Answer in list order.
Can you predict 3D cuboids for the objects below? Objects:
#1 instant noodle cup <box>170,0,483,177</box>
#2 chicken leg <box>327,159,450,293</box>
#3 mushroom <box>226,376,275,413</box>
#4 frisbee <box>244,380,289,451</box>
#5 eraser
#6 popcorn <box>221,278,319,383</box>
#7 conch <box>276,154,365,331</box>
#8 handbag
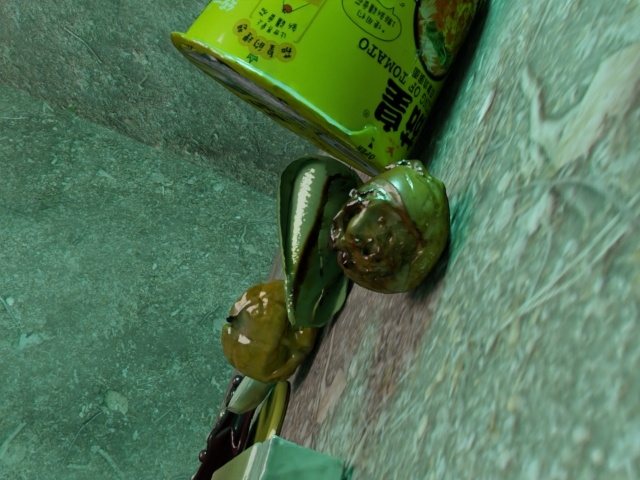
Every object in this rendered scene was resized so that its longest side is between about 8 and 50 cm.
[{"bbox_3d":[0.027,-0.249,0.751,0.254,0.326,0.325,-57,6,3],"label":"instant noodle cup"},{"bbox_3d":[0.061,-0.010,0.585,0.107,0.087,0.251,-46,0,2],"label":"chicken leg"},{"bbox_3d":[-0.092,0.206,1.096,0.084,0.071,0.209,-38,21,57],"label":"mushroom"},{"bbox_3d":[-0.100,0.334,1.020,0.236,0.017,0.236,-157,90,-85],"label":"frisbee"},{"bbox_3d":[-0.071,0.288,0.622,0.343,0.078,0.144,123,167,-60],"label":"eraser"},{"bbox_3d":[-0.071,0.135,0.950,0.167,0.152,0.148,-34,62,35],"label":"popcorn"},{"bbox_3d":[0.005,-0.014,0.886,0.137,0.143,0.250,59,-158,-43],"label":"conch"},{"bbox_3d":[-0.167,0.355,1.184,0.216,0.074,0.203,-69,2,-54],"label":"handbag"}]
